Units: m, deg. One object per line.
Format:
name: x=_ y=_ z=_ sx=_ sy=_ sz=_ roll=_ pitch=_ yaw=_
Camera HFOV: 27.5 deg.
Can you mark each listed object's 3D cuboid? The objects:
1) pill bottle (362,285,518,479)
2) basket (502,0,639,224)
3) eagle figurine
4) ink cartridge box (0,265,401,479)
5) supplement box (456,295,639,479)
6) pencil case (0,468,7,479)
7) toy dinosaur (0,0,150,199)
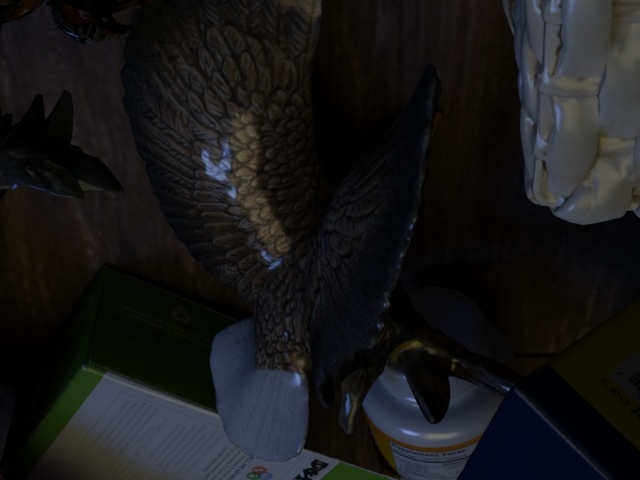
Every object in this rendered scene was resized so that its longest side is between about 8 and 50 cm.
pill bottle: x=0.094 y=0.132 z=0.985 sx=0.117 sy=0.117 sz=0.215 roll=-7 pitch=138 yaw=7
basket: x=0.230 y=-0.204 z=0.483 sx=0.328 sy=0.266 sz=0.331 roll=0 pitch=137 yaw=4
eagle figurine: x=0.003 y=-0.010 z=0.780 sx=0.226 sy=0.225 sz=0.298 roll=-5 pitch=150 yaw=21
ink cartridge box: x=-0.093 y=0.150 z=1.007 sx=0.255 sy=0.097 sz=0.189 roll=23 pitch=134 yaw=-20
supplement box: x=0.265 y=0.125 z=0.788 sx=0.356 sy=0.195 sz=0.194 roll=-29 pitch=153 yaw=-34
pencil case: x=-0.301 y=0.150 z=0.886 sx=0.167 sy=0.160 sz=0.386 roll=-34 pitch=113 yaw=-14
toy dinosaur: x=-0.172 y=-0.131 z=0.641 sx=0.322 sy=0.164 sz=0.218 roll=-3 pitch=98 yaw=5
